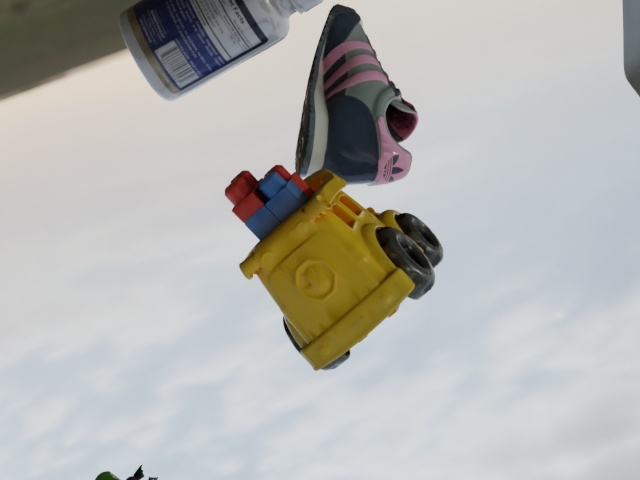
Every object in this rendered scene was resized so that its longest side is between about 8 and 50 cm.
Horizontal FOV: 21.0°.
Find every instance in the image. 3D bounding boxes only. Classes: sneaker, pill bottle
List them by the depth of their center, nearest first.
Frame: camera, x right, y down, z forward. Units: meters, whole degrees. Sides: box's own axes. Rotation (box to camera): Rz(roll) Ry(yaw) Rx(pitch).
[{"bbox_3d":[-0.087,-0.203,1.541,0.169,0.094,0.094,-28,-173,8],"label":"pill bottle"},{"bbox_3d":[0.047,-0.161,1.989,0.131,0.112,0.319,11,-141,-3],"label":"sneaker"}]

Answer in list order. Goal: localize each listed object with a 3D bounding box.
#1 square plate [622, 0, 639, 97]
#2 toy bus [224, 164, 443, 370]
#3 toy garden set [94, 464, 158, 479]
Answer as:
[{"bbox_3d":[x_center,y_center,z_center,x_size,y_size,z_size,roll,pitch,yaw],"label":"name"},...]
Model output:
[{"bbox_3d":[0.286,-0.216,1.235,0.049,0.347,0.344,-8,-152,-5],"label":"square plate"},{"bbox_3d":[0.000,0.000,1.737,0.149,0.211,0.220,-43,-177,18],"label":"toy bus"},{"bbox_3d":[-0.074,0.298,1.650,0.244,0.204,0.049,21,-107,35],"label":"toy garden set"}]
